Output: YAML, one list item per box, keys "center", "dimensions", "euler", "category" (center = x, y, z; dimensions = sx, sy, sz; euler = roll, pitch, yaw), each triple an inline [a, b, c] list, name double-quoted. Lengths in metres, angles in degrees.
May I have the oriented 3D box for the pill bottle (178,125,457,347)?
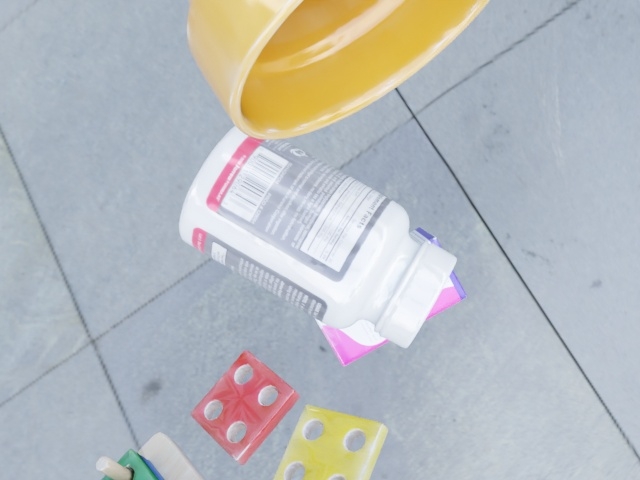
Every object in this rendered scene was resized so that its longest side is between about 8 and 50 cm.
- center: [0.000, 0.000, 1.090]
  dimensions: [0.318, 0.176, 0.176]
  euler: [30, 91, 6]
  category: "pill bottle"

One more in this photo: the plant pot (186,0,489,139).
- center: [-0.015, -0.197, 0.528]
  dimensions: [0.205, 0.205, 0.188]
  euler: [-37, 77, 11]
  category: "plant pot"

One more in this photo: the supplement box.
- center: [0.097, 0.085, 1.372]
  dimensions: [0.220, 0.114, 0.111]
  euler: [-29, 101, -2]
  category: "supplement box"

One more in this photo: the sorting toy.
- center: [-0.090, 0.162, 0.403]
  dimensions: [0.274, 0.046, 0.132]
  euler: [-46, 45, -8]
  category: "sorting toy"
